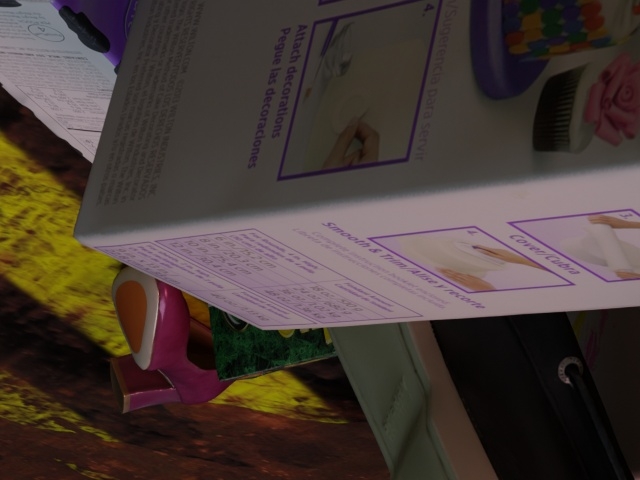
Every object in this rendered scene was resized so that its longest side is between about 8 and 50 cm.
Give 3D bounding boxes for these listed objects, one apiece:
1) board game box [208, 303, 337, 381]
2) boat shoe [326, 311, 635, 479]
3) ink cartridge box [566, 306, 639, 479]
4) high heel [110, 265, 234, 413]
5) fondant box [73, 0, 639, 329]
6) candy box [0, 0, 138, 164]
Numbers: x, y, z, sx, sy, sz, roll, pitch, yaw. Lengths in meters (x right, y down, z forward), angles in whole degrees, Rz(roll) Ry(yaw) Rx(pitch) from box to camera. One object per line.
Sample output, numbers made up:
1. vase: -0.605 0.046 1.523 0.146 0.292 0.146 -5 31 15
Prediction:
1. board game box: 0.000 0.000 1.084 0.030 0.136 0.260 -7 173 -31
2. boat shoe: 0.073 0.027 0.887 0.113 0.340 0.127 -9 150 -19
3. ink cartridge box: 0.159 0.045 0.988 0.119 0.207 0.353 22 159 -33
4. high heel: -0.100 0.070 1.493 0.117 0.082 0.244 -15 152 -16
5. fondant box: 0.090 -0.104 0.548 0.330 0.238 0.096 -7 152 46
6. candy box: -0.060 -0.119 0.724 0.070 0.164 0.196 6 161 25
